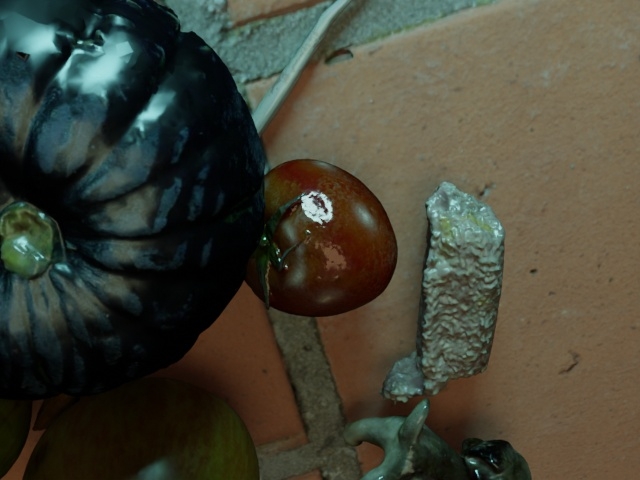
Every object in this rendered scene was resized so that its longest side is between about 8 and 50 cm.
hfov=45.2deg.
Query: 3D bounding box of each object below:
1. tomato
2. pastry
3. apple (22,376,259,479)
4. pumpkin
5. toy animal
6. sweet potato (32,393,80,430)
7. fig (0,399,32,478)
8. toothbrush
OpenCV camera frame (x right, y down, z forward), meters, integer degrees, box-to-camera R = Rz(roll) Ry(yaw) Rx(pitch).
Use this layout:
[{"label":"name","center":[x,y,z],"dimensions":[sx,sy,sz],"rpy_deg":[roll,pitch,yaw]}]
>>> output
[{"label":"tomato","center":[0.000,0.000,0.764],"dimensions":[0.167,0.167,0.167],"rpy_deg":[-4,116,-7]},{"label":"pastry","center":[0.145,0.070,0.841],"dimensions":[0.112,0.103,0.265],"rpy_deg":[12,121,4]},{"label":"apple","center":[-0.188,0.285,0.818],"dimensions":[0.264,0.264,0.264],"rpy_deg":[-4,116,-7]},{"label":"pumpkin","center":[-0.224,-0.047,0.637],"dimensions":[0.363,0.266,0.363],"rpy_deg":[-2,113,-4]},{"label":"toy animal","center":[0.137,0.277,0.926],"dimensions":[0.168,0.121,0.233],"rpy_deg":[-37,126,27]},{"label":"sweet potato","center":[-0.297,0.186,0.870],"dimensions":[0.034,0.034,0.095],"rpy_deg":[35,117,-22]},{"label":"fig","center":[-0.340,0.164,0.828],"dimensions":[0.236,0.124,0.124],"rpy_deg":[-48,116,-12]},{"label":"toothbrush","center":[-0.011,-0.190,0.732],"dimensions":[0.029,0.025,0.307],"rpy_deg":[32,107,-13]}]
